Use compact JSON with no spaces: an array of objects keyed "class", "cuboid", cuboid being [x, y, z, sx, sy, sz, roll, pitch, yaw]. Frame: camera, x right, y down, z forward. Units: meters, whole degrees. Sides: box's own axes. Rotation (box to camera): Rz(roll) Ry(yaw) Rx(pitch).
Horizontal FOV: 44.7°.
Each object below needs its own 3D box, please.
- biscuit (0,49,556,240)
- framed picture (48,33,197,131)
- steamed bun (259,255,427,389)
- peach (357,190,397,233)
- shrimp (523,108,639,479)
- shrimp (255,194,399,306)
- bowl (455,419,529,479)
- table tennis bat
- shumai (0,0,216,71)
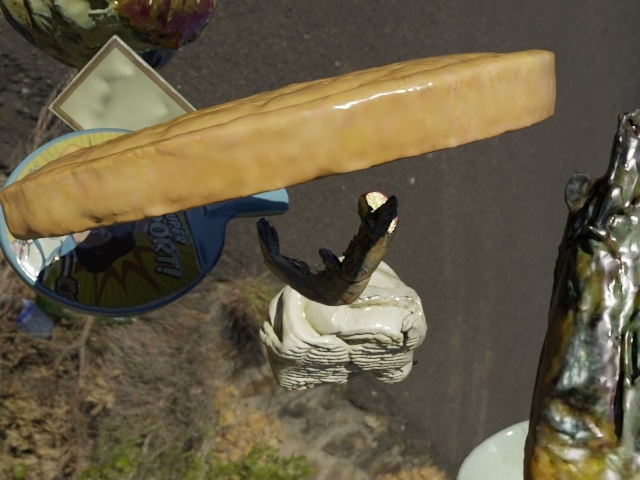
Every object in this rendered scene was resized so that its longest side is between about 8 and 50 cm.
[{"class":"biscuit","cuboid":[-0.028,-0.081,0.582,0.365,0.385,0.062,-53,130,-77]},{"class":"framed picture","cuboid":[-0.311,-0.202,1.304,0.173,0.231,0.010,-42,-160,14]},{"class":"steamed bun","cuboid":[0.057,0.155,1.620,0.347,0.394,0.237,25,50,-41]},{"class":"peach","cuboid":[0.097,-0.040,1.272,0.050,0.083,0.077,-10,119,-14]},{"class":"shrimp","cuboid":[0.268,0.111,0.566,0.085,0.272,0.445,11,75,-44]},{"class":"shrimp","cuboid":[0.001,-0.002,0.882,0.195,0.148,0.035,-61,179,42]},{"class":"bowl","cuboid":[0.362,0.396,1.175,0.289,0.289,0.146,-34,110,-51]},{"class":"table tennis bat","cuboid":[-0.184,-0.029,0.861,0.329,0.044,0.215,-10,74,-32]},{"class":"shumai","cuboid":[-0.350,-0.455,1.352,0.397,0.323,0.324,35,80,-38]}]
